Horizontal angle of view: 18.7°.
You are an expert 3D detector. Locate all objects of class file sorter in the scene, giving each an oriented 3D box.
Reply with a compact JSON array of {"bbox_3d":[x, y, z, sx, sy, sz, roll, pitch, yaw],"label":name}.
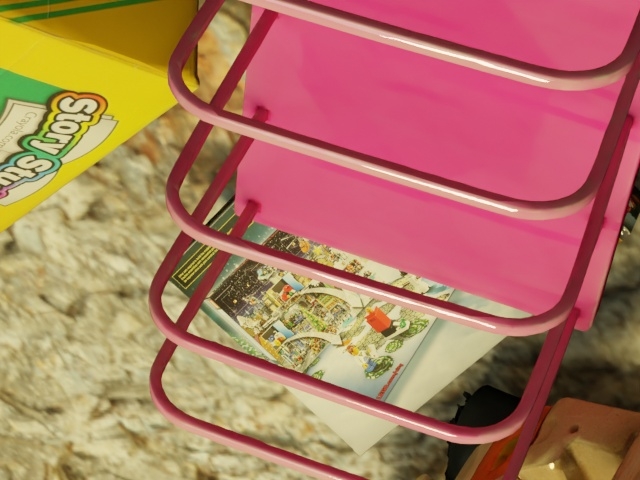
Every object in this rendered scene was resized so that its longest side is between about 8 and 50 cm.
[{"bbox_3d":[0.036,-0.039,0.882,0.202,0.182,0.291,18,136,10],"label":"file sorter"}]

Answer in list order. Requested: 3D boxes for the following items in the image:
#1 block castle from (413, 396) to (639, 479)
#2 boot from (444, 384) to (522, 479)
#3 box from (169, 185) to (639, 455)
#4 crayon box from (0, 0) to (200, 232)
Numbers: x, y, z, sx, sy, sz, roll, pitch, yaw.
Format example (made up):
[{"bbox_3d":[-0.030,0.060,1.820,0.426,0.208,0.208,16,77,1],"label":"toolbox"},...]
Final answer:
[{"bbox_3d":[0.129,0.286,1.019,0.303,0.213,0.453,42,143,-5],"label":"block castle"},{"bbox_3d":[0.187,0.192,1.129,0.207,0.094,0.246,9,136,35],"label":"boot"},{"bbox_3d":[0.041,-0.002,1.075,0.159,0.044,0.233,43,125,-5],"label":"box"},{"bbox_3d":[-0.295,-0.094,1.087,0.313,0.106,0.363,17,148,-36],"label":"crayon box"}]
